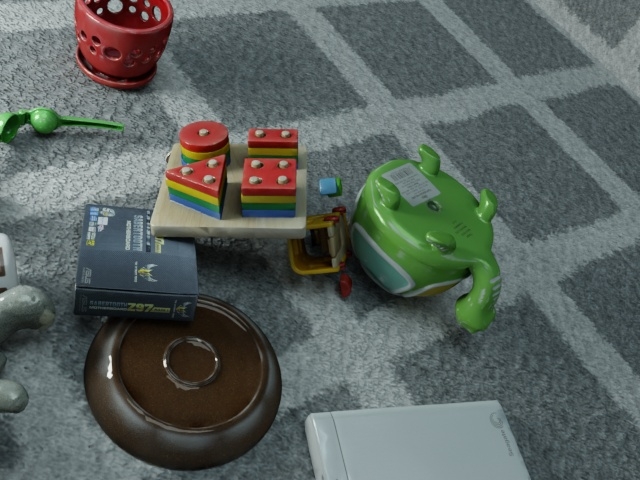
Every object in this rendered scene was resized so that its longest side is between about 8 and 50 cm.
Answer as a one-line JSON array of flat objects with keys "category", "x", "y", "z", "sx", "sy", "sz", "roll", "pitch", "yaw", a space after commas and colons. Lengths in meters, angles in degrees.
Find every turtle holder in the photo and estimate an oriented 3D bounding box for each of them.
[{"category": "turtle holder", "x": 0.205, "y": 0.002, "z": 1.300, "sx": 0.320, "sy": 0.227, "sz": 0.243, "roll": 26, "pitch": 45, "yaw": -2}]

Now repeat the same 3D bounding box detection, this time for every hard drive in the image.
[{"category": "hard drive", "x": 0.167, "y": 0.373, "z": 1.084, "sx": 0.353, "sy": 0.047, "sz": 0.233, "roll": 2, "pitch": 51, "yaw": -23}]

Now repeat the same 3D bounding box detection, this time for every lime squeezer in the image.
[{"category": "lime squeezer", "x": -0.520, "y": -0.203, "z": 1.265, "sx": 0.110, "sy": 0.059, "sz": 0.310, "roll": 32, "pitch": 41, "yaw": 32}]

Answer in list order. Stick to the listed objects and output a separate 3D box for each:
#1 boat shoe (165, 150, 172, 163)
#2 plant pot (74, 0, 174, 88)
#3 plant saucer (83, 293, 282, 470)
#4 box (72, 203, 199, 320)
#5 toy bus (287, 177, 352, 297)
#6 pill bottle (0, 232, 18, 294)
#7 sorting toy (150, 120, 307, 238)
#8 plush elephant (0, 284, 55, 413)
[{"category": "boat shoe", "x": -0.238, "y": -0.159, "z": 1.371, "sx": 0.137, "sy": 0.049, "sz": 0.043, "roll": -7, "pitch": 57, "yaw": -35}, {"category": "plant pot", "x": -0.411, "y": -0.421, "z": 1.432, "sx": 0.191, "sy": 0.174, "sz": 0.191, "roll": 12, "pitch": 47, "yaw": -13}, {"category": "plant saucer", "x": -0.203, "y": 0.197, "z": 1.075, "sx": 0.310, "sy": 0.050, "sz": 0.311, "roll": 13, "pitch": 46, "yaw": -14}, {"category": "box", "x": -0.298, "y": 0.031, "z": 1.128, "sx": 0.183, "sy": 0.059, "sz": 0.233, "roll": 6, "pitch": 35, "yaw": -17}, {"category": "toy bus", "x": -0.003, "y": -0.003, "z": 1.292, "sx": 0.104, "sy": 0.202, "sz": 0.191, "roll": -6, "pitch": 55, "yaw": 11}, {"category": "pill bottle", "x": -0.554, "y": 0.056, "z": 0.991, "sx": 0.215, "sy": 0.117, "sz": 0.117, "roll": -6, "pitch": 54, "yaw": -29}, {"category": "sorting toy", "x": -0.151, "y": -0.119, "z": 1.210, "sx": 0.255, "sy": 0.089, "sz": 0.257, "roll": 1, "pitch": 40, "yaw": -1}, {"category": "plush elephant", "x": -0.470, "y": 0.181, "z": 0.826, "sx": 0.330, "sy": 0.272, "sz": 0.255, "roll": -37, "pitch": 59, "yaw": -16}]
